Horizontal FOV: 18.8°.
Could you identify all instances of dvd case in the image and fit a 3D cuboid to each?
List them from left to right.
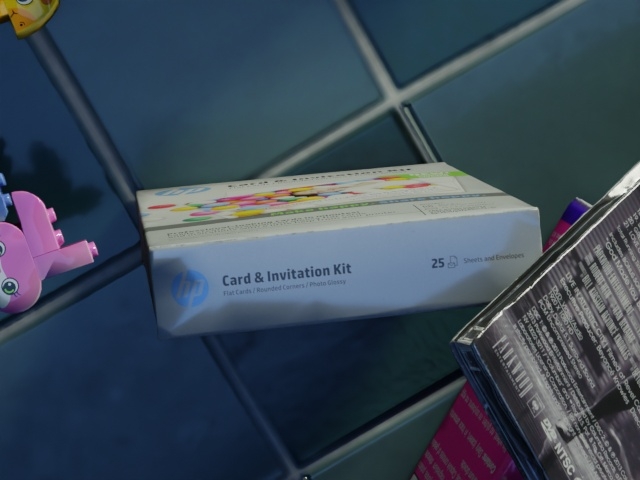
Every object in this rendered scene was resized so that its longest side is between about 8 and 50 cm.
[{"bbox_3d":[0.155,0.044,0.743,0.221,0.018,0.164,-40,108,-33],"label":"dvd case"}]

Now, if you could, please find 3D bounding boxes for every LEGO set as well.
[{"bbox_3d":[-0.147,-0.075,0.812,0.093,0.087,0.227,-19,94,-6],"label":"LEGO set"}]

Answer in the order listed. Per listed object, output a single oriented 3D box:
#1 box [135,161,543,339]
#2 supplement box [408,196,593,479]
[{"bbox_3d":[0.000,0.000,0.785,0.145,0.186,0.038,-6,97,-6],"label":"box"},{"bbox_3d":[0.115,0.109,0.855,0.111,0.114,0.220,28,96,-11],"label":"supplement box"}]
